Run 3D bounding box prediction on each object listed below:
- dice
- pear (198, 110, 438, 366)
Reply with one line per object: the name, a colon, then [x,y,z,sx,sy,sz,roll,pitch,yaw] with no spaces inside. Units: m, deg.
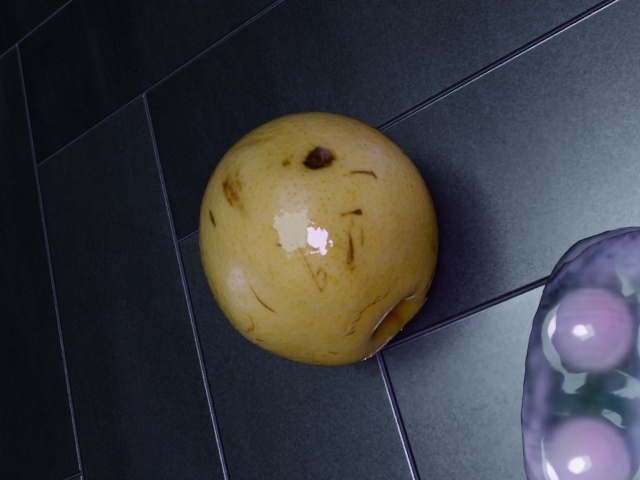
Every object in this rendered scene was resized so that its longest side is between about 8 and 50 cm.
dice: [0.408,0.166,0.804,0.328,0.348,0.330,2,79,35]
pear: [0.000,0.000,1.115,0.348,0.348,0.348,-8,76,32]
